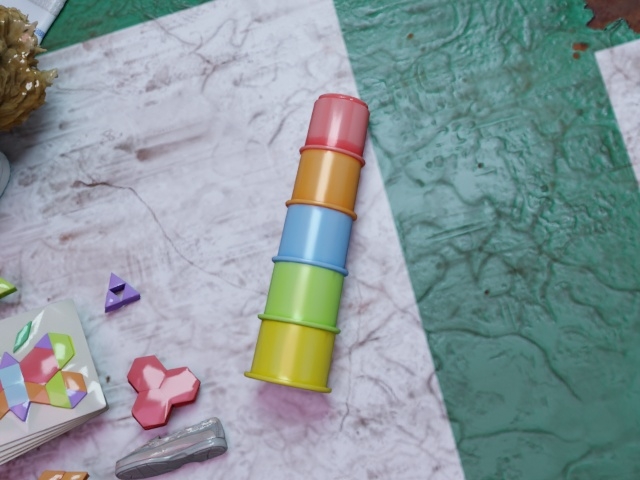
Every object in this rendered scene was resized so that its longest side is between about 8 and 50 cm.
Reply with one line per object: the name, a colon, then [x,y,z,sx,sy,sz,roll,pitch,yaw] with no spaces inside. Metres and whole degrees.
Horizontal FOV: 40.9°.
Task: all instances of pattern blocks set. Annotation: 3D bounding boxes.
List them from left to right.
pattern blocks set: [-0.327,0.155,0.924,0.325,0.026,0.285,-34,73,-17]

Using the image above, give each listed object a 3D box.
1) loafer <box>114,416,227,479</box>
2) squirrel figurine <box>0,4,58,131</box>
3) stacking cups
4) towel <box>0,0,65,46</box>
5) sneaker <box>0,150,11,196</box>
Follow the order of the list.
loafer: [-0.163,0.227,0.937,0.125,0.045,0.039,-16,56,1]
squirrel figurine: [-0.495,-0.201,0.891,0.397,0.370,0.281,30,85,-17]
stacking cups: [0.000,0.000,0.917,0.096,0.096,0.316,12,83,11]
towel: [-0.430,-0.294,1.062,0.209,0.034,0.285,30,87,11]
sneaker: [-0.437,-0.010,0.988,0.087,0.092,0.228,13,85,9]
